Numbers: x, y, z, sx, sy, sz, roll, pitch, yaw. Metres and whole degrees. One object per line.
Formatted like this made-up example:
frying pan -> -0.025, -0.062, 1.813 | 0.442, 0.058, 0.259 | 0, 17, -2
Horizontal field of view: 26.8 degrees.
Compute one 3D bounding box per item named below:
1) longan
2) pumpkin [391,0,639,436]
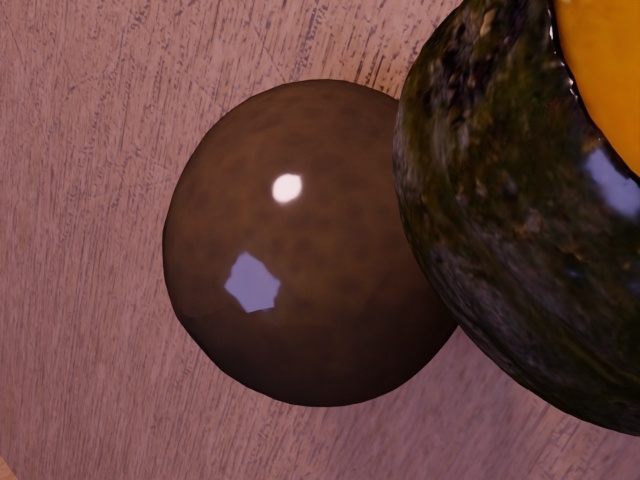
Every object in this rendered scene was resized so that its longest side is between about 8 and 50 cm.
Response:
longan -> 0.000, 0.000, 1.054 | 0.258, 0.258, 0.258 | 33, 137, 38
pumpkin -> 0.186, -0.037, 0.748 | 0.303, 0.256, 0.225 | 66, 154, 24
